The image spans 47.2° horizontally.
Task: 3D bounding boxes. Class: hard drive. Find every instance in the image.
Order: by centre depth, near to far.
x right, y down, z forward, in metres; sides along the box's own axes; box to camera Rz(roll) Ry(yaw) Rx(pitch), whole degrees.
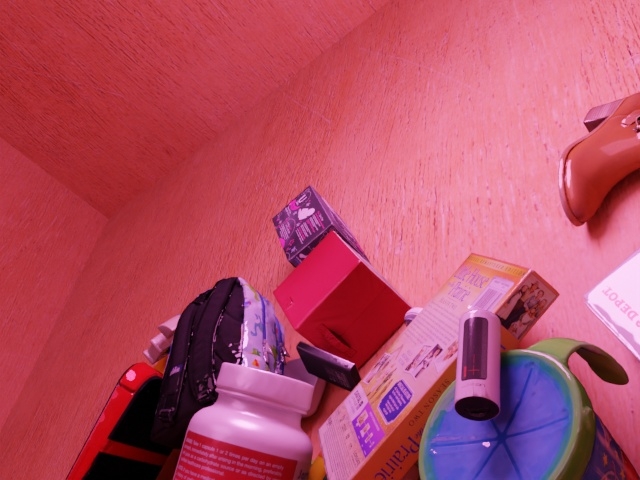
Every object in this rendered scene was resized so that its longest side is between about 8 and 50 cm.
[{"bbox_3d":[0.019,0.255,1.458,0.135,0.094,0.022,18,56,33],"label":"hard drive"}]

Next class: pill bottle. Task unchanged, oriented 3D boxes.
[{"bbox_3d":[-0.144,0.432,1.271,0.229,0.229,0.408,-5,67,55],"label":"pill bottle"}]

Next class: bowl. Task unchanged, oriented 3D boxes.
[{"bbox_3d":[-0.041,0.321,1.565,0.142,0.053,0.142,-20,38,45],"label":"bowl"}]

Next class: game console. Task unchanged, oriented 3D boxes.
[{"bbox_3d":[-0.429,0.465,1.666,0.060,0.387,0.342,25,75,18],"label":"game console"}]

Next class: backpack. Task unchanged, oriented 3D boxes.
[{"bbox_3d":[-0.211,0.253,1.616,0.290,0.273,0.356,-34,49,26],"label":"backpack"}]

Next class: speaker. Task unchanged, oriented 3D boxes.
[{"bbox_3d":[0.198,0.156,0.919,0.055,0.055,0.136,-28,32,36],"label":"speaker"}]

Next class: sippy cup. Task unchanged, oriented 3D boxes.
[{"bbox_3d":[0.281,0.293,0.920,0.305,0.224,0.240,-40,26,18],"label":"sippy cup"}]

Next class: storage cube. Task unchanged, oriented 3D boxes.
[{"bbox_3d":[0.044,0.127,1.548,0.193,0.183,0.215,-46,26,4],"label":"storage cube"}]

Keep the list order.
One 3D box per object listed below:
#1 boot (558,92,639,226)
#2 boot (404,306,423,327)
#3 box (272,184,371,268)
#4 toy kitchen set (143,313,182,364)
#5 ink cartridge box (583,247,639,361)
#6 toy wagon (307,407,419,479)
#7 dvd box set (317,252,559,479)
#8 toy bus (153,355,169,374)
[{"bbox_3d":[0.548,-0.149,1.264,0.220,0.109,0.283,-5,42,49],"label":"boot"},{"bbox_3d":[0.195,0.184,1.352,0.086,0.069,0.190,-37,23,-18],"label":"boot"},{"bbox_3d":[0.000,0.000,1.807,0.142,0.163,0.247,-41,27,8],"label":"box"},{"bbox_3d":[-0.316,0.292,1.840,0.122,0.207,0.166,-31,-17,-49],"label":"toy kitchen set"},{"bbox_3d":[0.530,0.064,0.961,0.289,0.121,0.211,-43,27,12],"label":"ink cartridge box"},{"bbox_3d":[0.098,0.358,1.287,0.267,0.068,0.345,2,56,57],"label":"toy wagon"},{"bbox_3d":[0.161,0.204,1.143,0.420,0.062,0.307,-49,6,-1],"label":"dvd box set"},{"bbox_3d":[-0.460,0.468,1.919,0.333,0.130,0.108,-48,26,1],"label":"toy bus"}]
